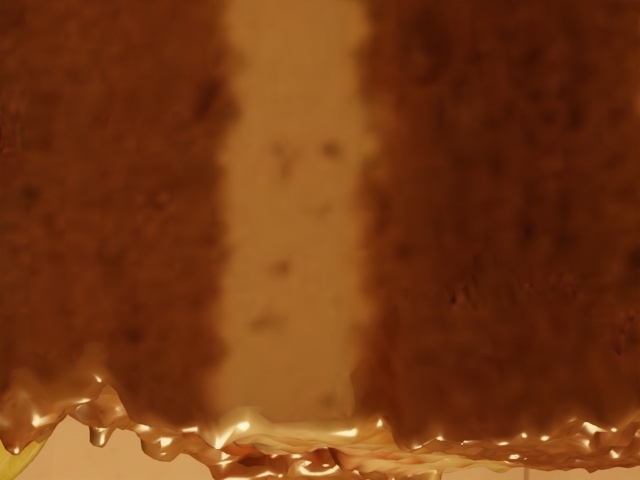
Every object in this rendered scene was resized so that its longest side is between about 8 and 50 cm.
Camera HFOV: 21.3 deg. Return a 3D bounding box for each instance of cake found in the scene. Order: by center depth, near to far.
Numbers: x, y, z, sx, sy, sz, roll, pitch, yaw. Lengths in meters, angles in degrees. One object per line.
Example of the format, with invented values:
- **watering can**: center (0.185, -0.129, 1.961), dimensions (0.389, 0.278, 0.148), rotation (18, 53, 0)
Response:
- **cake**: center (0.068, -0.050, 0.539), dimensions (0.290, 0.282, 0.255), rotation (-3, 171, 19)

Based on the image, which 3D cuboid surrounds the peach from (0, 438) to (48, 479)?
- **peach**: center (-0.306, 0.047, 1.163), dimensions (0.281, 0.314, 0.315), rotation (-40, 152, 20)
